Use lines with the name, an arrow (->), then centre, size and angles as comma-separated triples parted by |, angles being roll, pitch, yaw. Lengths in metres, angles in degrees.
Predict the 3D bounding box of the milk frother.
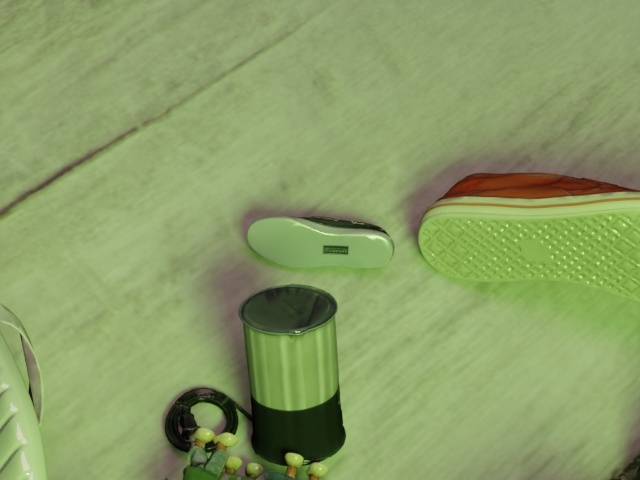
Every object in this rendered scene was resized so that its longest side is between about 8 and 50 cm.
milk frother -> -0.060, 0.115, 1.236 | 0.143, 0.134, 0.129 | -17, 29, -24

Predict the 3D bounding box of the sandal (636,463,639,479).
sandal -> 0.390, 0.343, 1.152 | 0.107, 0.167, 0.445 | 6, 52, -28

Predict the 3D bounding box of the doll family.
doll family -> -0.044, 0.237, 1.192 | 0.193, 0.076, 0.111 | 15, 49, -3

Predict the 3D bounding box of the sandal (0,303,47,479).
sandal -> -0.288, 0.131, 1.198 | 0.102, 0.169, 0.416 | 20, 39, -49

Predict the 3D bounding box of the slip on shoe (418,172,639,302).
slip on shoe -> 0.259, -0.014, 1.359 | 0.331, 0.123, 0.101 | 4, 39, 24

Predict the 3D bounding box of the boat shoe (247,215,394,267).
boat shoe -> 0.000, 0.000, 1.391 | 0.142, 0.049, 0.040 | 8, 21, -3
